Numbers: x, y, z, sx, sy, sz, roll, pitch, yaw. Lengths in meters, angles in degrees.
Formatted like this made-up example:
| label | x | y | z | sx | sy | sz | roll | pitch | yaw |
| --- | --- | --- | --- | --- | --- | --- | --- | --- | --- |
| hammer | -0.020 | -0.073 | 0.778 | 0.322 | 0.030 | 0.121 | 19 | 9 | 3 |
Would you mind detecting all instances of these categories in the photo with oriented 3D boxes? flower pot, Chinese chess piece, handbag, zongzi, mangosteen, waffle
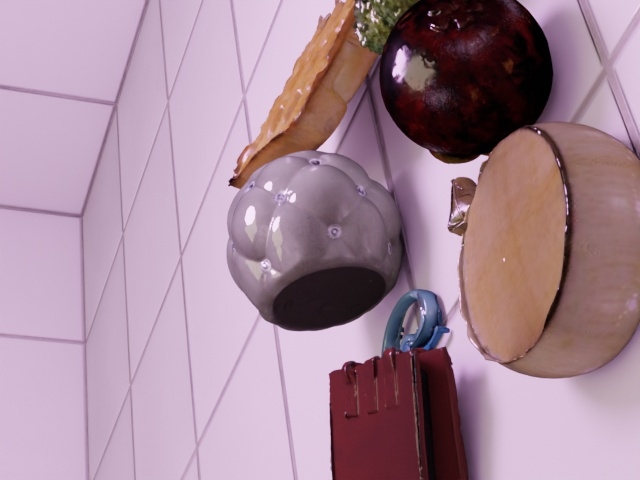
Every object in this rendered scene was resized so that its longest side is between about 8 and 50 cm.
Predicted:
| label | x | y | z | sx | sy | sz | roll | pitch | yaw |
| --- | --- | --- | --- | --- | --- | --- | --- | --- | --- |
| flower pot | -0.010 | -0.002 | 1.903 | 0.246 | 0.246 | 0.195 | 120 | 142 | -49 |
| Chinese chess piece | 0.231 | 0.009 | 1.403 | 0.257 | 0.104 | 0.257 | -172 | 90 | -71 |
| handbag | 0.089 | 0.272 | 1.700 | 0.260 | 0.084 | 0.276 | 147 | 121 | -64 |
| zongzi | 0.185 | -0.052 | 1.669 | 0.083 | 0.040 | 0.076 | -36 | 42 | 50 |
| mangosteen | 0.162 | -0.180 | 1.557 | 0.210 | 0.209 | 0.210 | -173 | 90 | -71 |
| waffle | -0.005 | -0.225 | 2.041 | 0.304 | 0.077 | 0.348 | -63 | 11 | -22 |

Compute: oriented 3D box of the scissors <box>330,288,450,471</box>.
| label | x | y | z | sx | sy | sz | roll | pitch | yaw |
| --- | --- | --- | --- | --- | --- | --- | --- | --- | --- |
| scissors | 0.081 | 0.213 | 1.875 | 0.393 | 0.032 | 0.180 | 121 | 150 | -50 |

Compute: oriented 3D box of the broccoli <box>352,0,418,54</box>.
| label | x | y | z | sx | sy | sz | roll | pitch | yaw |
| --- | --- | --- | --- | --- | --- | --- | --- | --- | --- |
| broccoli | 0.138 | -0.346 | 1.742 | 0.302 | 0.186 | 0.254 | 70 | -140 | -67 |
